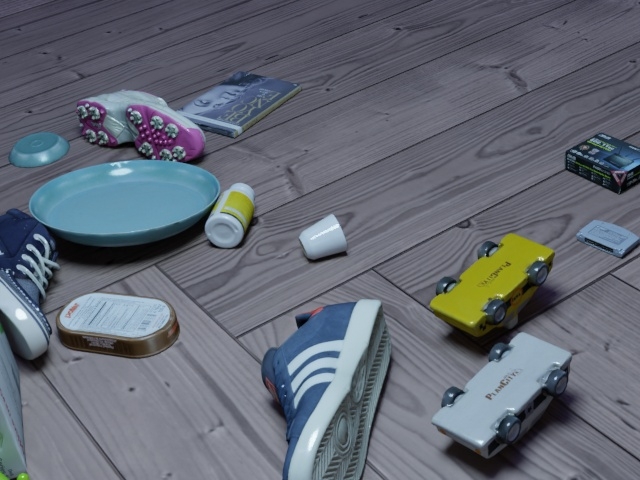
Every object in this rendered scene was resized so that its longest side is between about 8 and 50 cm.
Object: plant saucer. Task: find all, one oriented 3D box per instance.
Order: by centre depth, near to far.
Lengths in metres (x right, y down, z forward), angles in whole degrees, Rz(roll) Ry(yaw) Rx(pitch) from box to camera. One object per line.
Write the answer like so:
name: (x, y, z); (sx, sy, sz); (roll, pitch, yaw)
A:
plant saucer: (-0.326, -0.061, 1.793); (0.317, 0.044, 0.318); (-2, 25, 1)
plant saucer: (-0.547, -0.180, 2.065); (0.119, 0.021, 0.119); (-5, 34, 3)

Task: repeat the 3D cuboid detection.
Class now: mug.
mug: (0.001, 0.002, 1.678); (0.064, 0.078, 0.062); (-24, 69, -9)

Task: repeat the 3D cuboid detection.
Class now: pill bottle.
pill bottle: (-0.144, -0.045, 1.753); (0.065, 0.065, 0.116); (2, 36, 13)

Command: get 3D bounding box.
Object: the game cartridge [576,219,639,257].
game cartridge: (0.442, -0.004, 1.630); (0.056, 0.017, 0.083); (-34, 42, -29)

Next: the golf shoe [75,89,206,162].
golf shoe: (-0.322, -0.232, 2.023); (0.306, 0.115, 0.140); (19, 39, 31)

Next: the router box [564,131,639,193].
router box: (0.486, -0.132, 1.786); (0.092, 0.038, 0.122); (-27, 39, -27)

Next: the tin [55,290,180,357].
tin: (-0.299, 0.121, 1.568); (0.189, 0.040, 0.106); (5, 32, 18)

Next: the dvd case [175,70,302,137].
dvd case: (-0.167, -0.277, 2.140); (0.164, 0.018, 0.221); (18, 41, 31)

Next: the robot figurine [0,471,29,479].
robot figurine: (-0.394, 0.313, 1.273); (0.115, 0.067, 0.101); (25, 16, 39)

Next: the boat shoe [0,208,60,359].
boat shoe: (-0.454, 0.049, 1.616); (0.158, 0.127, 0.340); (-32, 41, -25)

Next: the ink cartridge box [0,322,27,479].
ink cartridge box: (-0.450, 0.189, 1.383); (0.092, 0.160, 0.219); (-15, 34, -9)

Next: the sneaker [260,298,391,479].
sneaker: (-0.016, 0.202, 1.330); (0.148, 0.131, 0.350); (-3, 28, 19)

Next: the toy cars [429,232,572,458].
toy cars: (0.236, 0.141, 1.400); (0.176, 0.087, 0.394); (-6, 37, 10)
